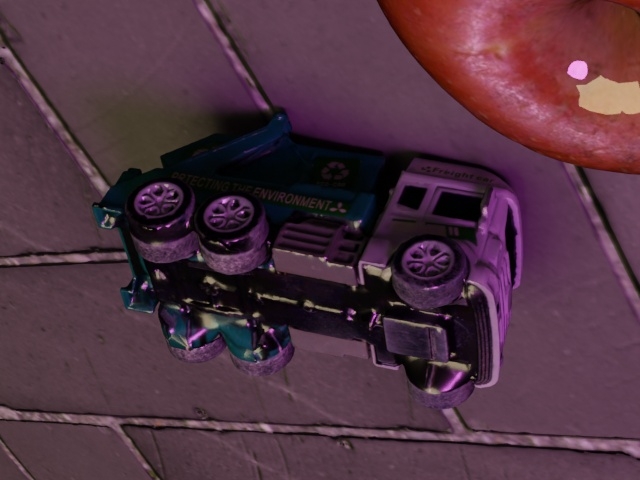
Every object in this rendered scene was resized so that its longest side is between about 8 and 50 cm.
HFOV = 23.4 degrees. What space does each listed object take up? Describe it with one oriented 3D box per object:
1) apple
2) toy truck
[{"bbox_3d":[0.112,-0.124,0.541,0.201,0.162,0.201,16,149,10],"label":"apple"},{"bbox_3d":[0.000,0.000,0.810,0.216,0.116,0.110,9,140,19],"label":"toy truck"}]
